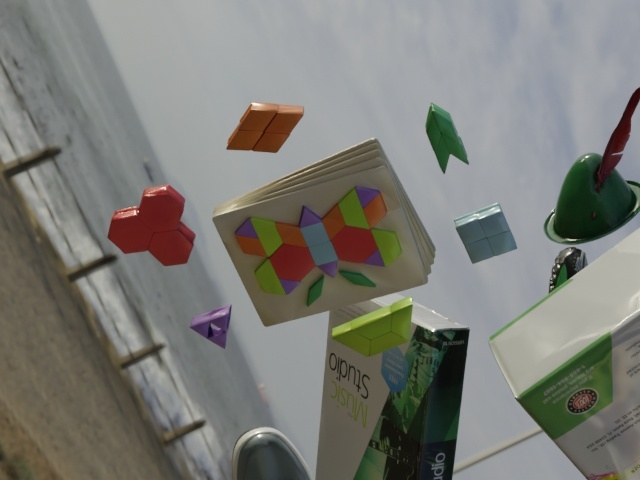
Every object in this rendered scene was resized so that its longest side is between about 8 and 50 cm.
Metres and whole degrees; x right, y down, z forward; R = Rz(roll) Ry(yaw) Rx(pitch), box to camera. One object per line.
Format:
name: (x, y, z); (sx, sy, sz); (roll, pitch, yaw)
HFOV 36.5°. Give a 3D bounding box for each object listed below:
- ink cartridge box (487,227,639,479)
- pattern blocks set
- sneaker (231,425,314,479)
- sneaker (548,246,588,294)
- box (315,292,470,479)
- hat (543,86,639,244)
ink cartridge box: (0.335, 0.156, 0.966); (0.278, 0.201, 0.117); (47, 12, -23)
pattern blocks set: (0.000, 0.000, 0.893); (0.285, 0.325, 0.026); (50, 21, -26)
sneaker: (-0.033, 0.395, 1.239); (0.178, 0.124, 0.295); (-160, -129, -74)
sneaker: (0.470, 0.161, 1.593); (0.343, 0.146, 0.134); (65, 26, -15)
box: (0.075, 0.225, 1.157); (0.232, 0.059, 0.321); (24, -67, 60)
hat: (0.433, -0.125, 1.605); (0.173, 0.208, 0.183); (19, -37, 59)
